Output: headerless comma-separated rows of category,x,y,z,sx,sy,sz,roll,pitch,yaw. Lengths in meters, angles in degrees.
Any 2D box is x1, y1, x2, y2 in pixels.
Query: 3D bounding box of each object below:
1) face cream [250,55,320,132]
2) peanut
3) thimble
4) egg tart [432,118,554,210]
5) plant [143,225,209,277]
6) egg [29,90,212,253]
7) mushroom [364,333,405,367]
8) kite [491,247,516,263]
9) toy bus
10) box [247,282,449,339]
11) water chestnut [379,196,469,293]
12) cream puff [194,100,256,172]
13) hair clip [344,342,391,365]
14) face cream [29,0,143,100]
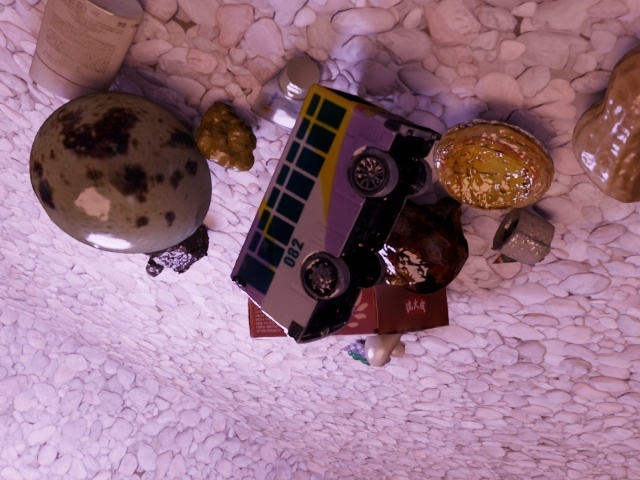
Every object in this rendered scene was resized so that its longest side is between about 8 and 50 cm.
face cream,-0.067,-0.281,1.416,0.114,0.070,0.224,28,155,-10
peanut,0.503,-0.185,1.156,0.159,0.143,0.291,2,142,9
thimble,0.431,-0.007,1.489,0.090,0.102,0.115,26,172,-7
egg tart,0.331,-0.152,1.345,0.234,0.094,0.234,17,148,11
plant,-0.411,0.020,1.960,0.203,0.142,0.131,-12,151,34
egg,-0.424,-0.141,1.551,0.345,0.345,0.428,-2,168,31
mushroom,0.188,0.294,2.013,0.122,0.154,0.154,29,147,-2
kite,0.439,0.030,1.627,0.090,0.004,0.122,18,147,5
toy bus,0.014,-0.050,1.325,0.249,0.209,0.440,32,108,23
box,0.072,0.177,1.779,0.385,0.122,0.344,-8,173,37
water chestnut,0.215,-0.008,1.526,0.223,0.238,0.223,33,-175,-3
cream puff,-0.195,-0.224,1.515,0.146,0.146,0.116,25,108,-6
hair clip,0.149,0.353,2.227,0.124,0.052,0.195,41,151,-12
face cream,-0.488,-0.403,1.443,0.173,0.081,0.348,28,147,-17
